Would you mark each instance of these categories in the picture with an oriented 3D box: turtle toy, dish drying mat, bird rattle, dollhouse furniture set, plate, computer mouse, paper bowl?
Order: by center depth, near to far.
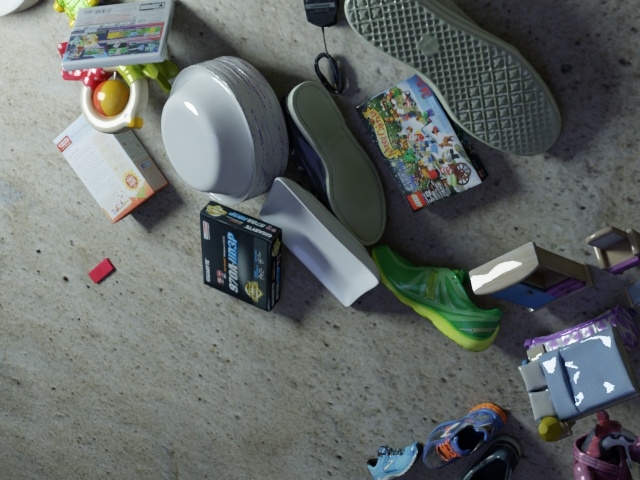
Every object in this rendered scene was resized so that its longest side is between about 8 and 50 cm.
[{"bbox_3d":[0.438,0.163,1.651,0.286,0.198,0.304,-30,59,35],"label":"dollhouse furniture set"},{"bbox_3d":[0.013,-0.392,1.807,0.071,0.041,0.242,5,121,24],"label":"computer mouse"},{"bbox_3d":[-0.203,-0.206,1.882,0.284,0.148,0.284,29,132,39],"label":"paper bowl"},{"bbox_3d":[0.000,0.000,1.918,0.278,0.045,0.277,45,163,2],"label":"plate"},{"bbox_3d":[-0.433,-0.323,1.976,0.253,0.143,0.207,3,86,19],"label":"bird rattle"},{"bbox_3d":[-0.486,-0.486,2.005,0.130,0.066,0.095,48,119,-1],"label":"turtle toy"},{"bbox_3d":[-0.530,0.073,2.325,0.083,0.008,0.032,-36,92,36],"label":"dish drying mat"}]

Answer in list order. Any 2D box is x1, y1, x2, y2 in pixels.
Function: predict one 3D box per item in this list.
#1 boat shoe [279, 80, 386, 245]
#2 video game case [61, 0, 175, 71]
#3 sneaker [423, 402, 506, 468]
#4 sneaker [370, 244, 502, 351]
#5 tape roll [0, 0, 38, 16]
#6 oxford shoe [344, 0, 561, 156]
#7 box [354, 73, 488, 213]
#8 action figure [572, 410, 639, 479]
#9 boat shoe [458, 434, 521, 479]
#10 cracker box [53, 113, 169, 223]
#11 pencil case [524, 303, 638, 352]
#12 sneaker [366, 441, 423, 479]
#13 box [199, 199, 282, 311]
[{"bbox_3d":[0.014,-0.144,1.876,0.113,0.127,0.340,-1,124,59],"label":"boat shoe"},{"bbox_3d":[-0.395,-0.406,1.896,0.201,0.184,0.023,-4,138,7],"label":"video game case"},{"bbox_3d":[0.286,0.415,2.001,0.083,0.087,0.221,46,125,3],"label":"sneaker"},{"bbox_3d":[0.229,0.094,1.889,0.295,0.109,0.124,37,99,12],"label":"sneaker"},{"bbox_3d":[-0.726,-0.673,2.044,0.391,0.072,0.392,12,118,23],"label":"tape roll"},{"bbox_3d":[0.240,-0.317,1.672,0.449,0.130,0.169,36,120,-9],"label":"oxford shoe"},{"bbox_3d":[0.188,-0.185,1.800,0.159,0.044,0.233,-25,99,34],"label":"box"},{"bbox_3d":[0.558,0.474,1.857,0.275,0.248,0.370,10,121,54],"label":"action figure"},{"bbox_3d":[0.342,0.520,2.025,0.095,0.079,0.255,35,124,9],"label":"boat shoe"},{"bbox_3d":[-0.465,-0.175,2.139,0.155,0.067,0.232,-31,97,34],"label":"cracker box"},{"bbox_3d":[0.488,0.189,1.788,0.206,0.086,0.088,-30,112,34],"label":"pencil case"},{"bbox_3d":[0.158,0.482,2.117,0.073,0.063,0.162,51,125,3],"label":"sneaker"},{"bbox_3d":[-0.170,0.035,2.056,0.175,0.051,0.220,22,137,17],"label":"box"}]
